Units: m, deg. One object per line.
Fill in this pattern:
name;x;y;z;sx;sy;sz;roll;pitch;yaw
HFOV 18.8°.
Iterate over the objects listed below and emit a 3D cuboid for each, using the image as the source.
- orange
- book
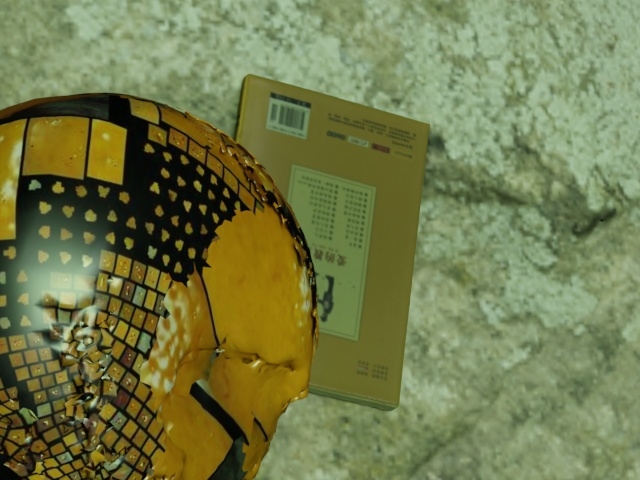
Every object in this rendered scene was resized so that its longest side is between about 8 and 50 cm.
orange;-0.111;0.041;0.908;0.234;0.182;0.234;-23;121;-44
book;0.000;0.000;1.081;0.118;0.012;0.172;15;71;-20
